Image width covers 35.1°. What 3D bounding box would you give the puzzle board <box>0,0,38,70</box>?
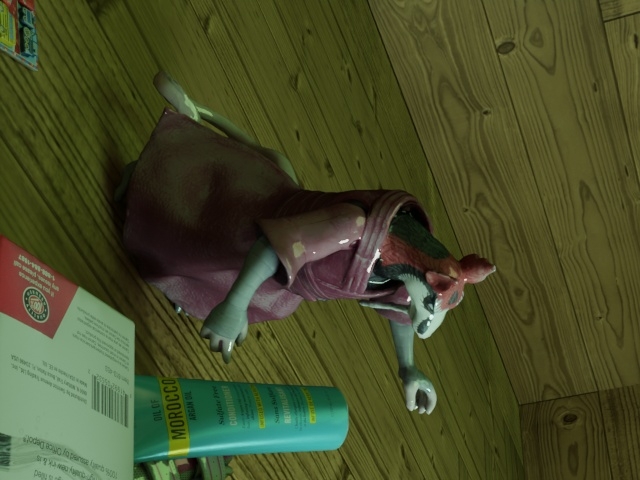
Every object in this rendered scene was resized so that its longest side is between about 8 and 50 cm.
[{"bbox_3d":[-0.270,-0.219,0.856,0.096,0.011,0.128,35,44,-66],"label":"puzzle board"}]

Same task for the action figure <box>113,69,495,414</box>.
[{"bbox_3d":[0.000,0.000,0.938,0.248,0.370,0.276,29,69,-50],"label":"action figure"}]

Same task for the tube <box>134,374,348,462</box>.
[{"bbox_3d":[-0.078,0.141,0.803,0.207,0.052,0.080,5,42,-29],"label":"tube"}]

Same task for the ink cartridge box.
[{"bbox_3d":[-0.201,0.142,0.649,0.172,0.100,0.237,49,31,-57],"label":"ink cartridge box"}]

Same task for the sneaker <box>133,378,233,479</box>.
[{"bbox_3d":[-0.132,0.172,0.830,0.252,0.111,0.103,-53,127,-68],"label":"sneaker"}]
